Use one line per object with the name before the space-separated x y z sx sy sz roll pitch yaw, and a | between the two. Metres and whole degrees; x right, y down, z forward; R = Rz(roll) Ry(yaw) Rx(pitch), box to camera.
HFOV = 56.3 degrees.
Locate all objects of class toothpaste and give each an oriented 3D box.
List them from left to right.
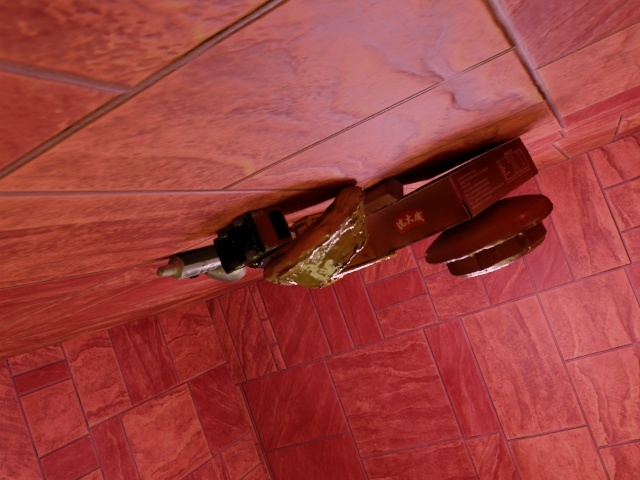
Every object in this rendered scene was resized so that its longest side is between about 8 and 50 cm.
toothpaste | -0.271 0.041 1.613 0.392 0.061 0.099 -16 146 -48

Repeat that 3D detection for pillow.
pillow | -0.312 0.093 1.935 0.144 0.078 0.254 2 173 -7

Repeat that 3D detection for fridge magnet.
fridge magnet | 0.454 -0.014 1.615 0.363 0.155 0.363 -27 -178 1

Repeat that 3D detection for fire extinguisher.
fire extinguisher | -0.217 0.069 2.093 0.089 0.072 0.267 -42 175 1

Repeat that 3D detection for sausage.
sausage | 0.151 -0.111 1.591 0.065 0.065 0.169 -17 175 -33

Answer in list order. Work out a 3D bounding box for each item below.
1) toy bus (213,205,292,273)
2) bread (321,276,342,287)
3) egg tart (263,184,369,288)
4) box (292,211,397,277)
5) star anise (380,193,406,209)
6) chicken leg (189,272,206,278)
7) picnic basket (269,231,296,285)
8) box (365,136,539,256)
toy bus | -0.157 -0.001 1.359 0.114 0.098 0.201 -19 174 -34
bread | -0.001 0.042 1.943 0.239 0.240 0.139 -22 140 29
egg tart | 0.010 0.008 1.416 0.341 0.132 0.341 -44 -178 2
box | 0.079 0.000 1.801 0.301 0.193 0.084 -17 175 -41
star anise | 0.200 -0.075 2.060 0.223 0.109 0.236 -23 175 -12
chicken leg | -0.295 0.056 1.754 0.253 0.051 0.106 -22 179 5
picnic basket | -0.094 0.056 1.838 0.079 0.164 0.115 -12 165 28
box | 0.354 -0.120 1.657 0.385 0.122 0.344 -28 -179 -41
